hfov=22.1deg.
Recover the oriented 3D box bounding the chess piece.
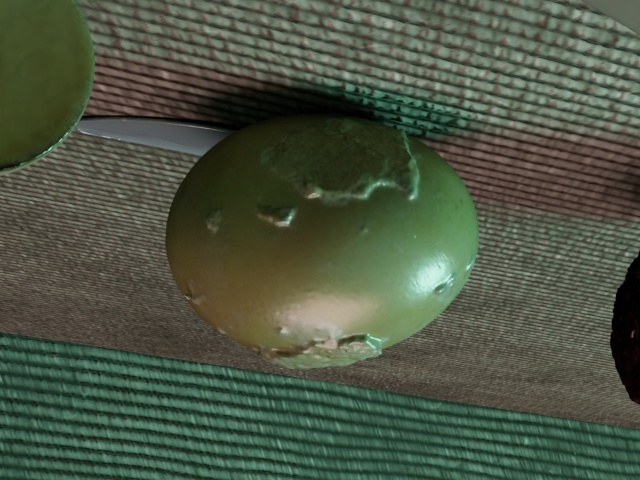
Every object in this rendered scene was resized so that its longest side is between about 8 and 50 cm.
[{"bbox_3d":[-0.239,-0.067,0.961,0.117,0.117,0.397,10,170,-21],"label":"chess piece"}]

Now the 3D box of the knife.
[{"bbox_3d":[-0.039,-0.056,1.119,0.260,0.034,0.063,12,165,-10],"label":"knife"}]

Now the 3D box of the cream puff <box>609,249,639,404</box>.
[{"bbox_3d":[0.314,0.050,1.102,0.239,0.164,0.239,6,170,1],"label":"cream puff"}]

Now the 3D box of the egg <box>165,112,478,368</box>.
[{"bbox_3d":[0.000,-0.003,1.031,0.201,0.164,0.164,-1,167,23],"label":"egg"}]

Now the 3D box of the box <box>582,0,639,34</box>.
[{"bbox_3d":[0.221,-0.116,0.485,0.205,0.051,0.365,25,162,-25],"label":"box"}]
